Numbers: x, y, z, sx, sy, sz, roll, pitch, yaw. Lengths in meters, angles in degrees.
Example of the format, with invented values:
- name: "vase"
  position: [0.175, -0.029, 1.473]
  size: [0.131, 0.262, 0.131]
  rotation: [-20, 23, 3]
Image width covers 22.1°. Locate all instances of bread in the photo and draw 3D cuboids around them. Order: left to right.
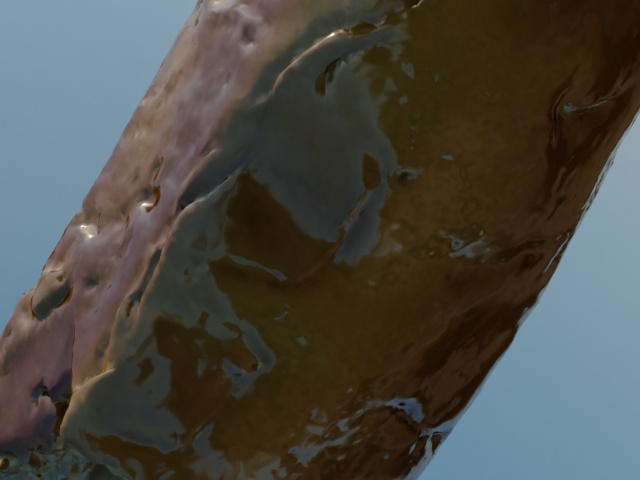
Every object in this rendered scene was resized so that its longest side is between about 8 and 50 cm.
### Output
- name: "bread"
  position: [0.005, 0.004, 0.679]
  size: [0.195, 0.344, 0.149]
  rotation: [17, -161, -42]
